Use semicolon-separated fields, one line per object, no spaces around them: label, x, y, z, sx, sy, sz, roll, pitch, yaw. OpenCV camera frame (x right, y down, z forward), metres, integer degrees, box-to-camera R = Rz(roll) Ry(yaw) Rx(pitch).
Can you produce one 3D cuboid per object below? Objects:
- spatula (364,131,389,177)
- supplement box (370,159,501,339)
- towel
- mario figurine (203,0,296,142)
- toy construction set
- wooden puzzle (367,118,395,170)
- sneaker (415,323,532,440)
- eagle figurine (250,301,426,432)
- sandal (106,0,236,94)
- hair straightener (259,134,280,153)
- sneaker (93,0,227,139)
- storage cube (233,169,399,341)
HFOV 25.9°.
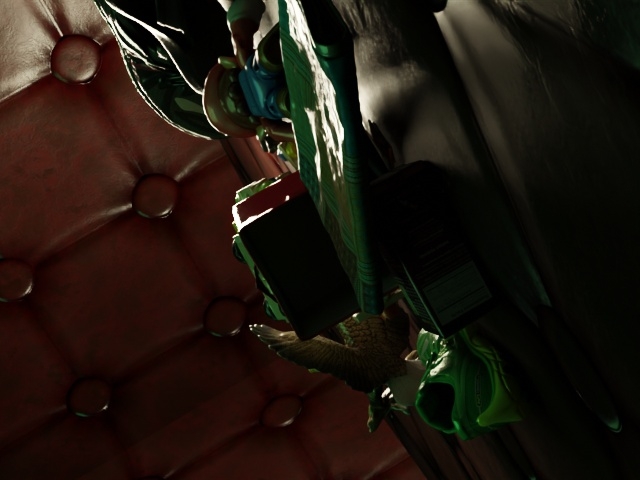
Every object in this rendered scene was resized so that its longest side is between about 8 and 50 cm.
spatula;0.088;-0.053;1.772;0.296;0.030;0.084;62;176;-32
supplement box;0.118;0.010;1.585;0.188;0.080;0.104;60;174;-5
towel;0.002;-0.130;1.530;0.271;0.040;0.370;-114;11;-48
mario figurine;-0.045;-0.223;1.842;0.320;0.170;0.198;-175;97;-73
toy construction set;-0.012;0.005;2.141;0.328;0.215;0.151;56;155;7
wooden puzzle;0.075;-0.117;1.689;0.049;0.006;0.083;57;174;27
sneaker;0.166;0.172;1.787;0.109;0.123;0.295;61;175;-14
eagle figurine;0.049;0.179;2.352;0.298;0.225;0.226;54;-172;-25
sandal;-0.211;-0.380;2.206;0.107;0.168;0.446;14;163;30
hair straightener;-0.095;-0.211;2.602;0.089;0.047;0.230;58;170;13
sneaker;-0.267;-0.342;2.513;0.483;0.185;0.202;53;176;-40
storage cube;0.000;0.000;1.955;0.184;0.215;0.193;60;-179;-13
